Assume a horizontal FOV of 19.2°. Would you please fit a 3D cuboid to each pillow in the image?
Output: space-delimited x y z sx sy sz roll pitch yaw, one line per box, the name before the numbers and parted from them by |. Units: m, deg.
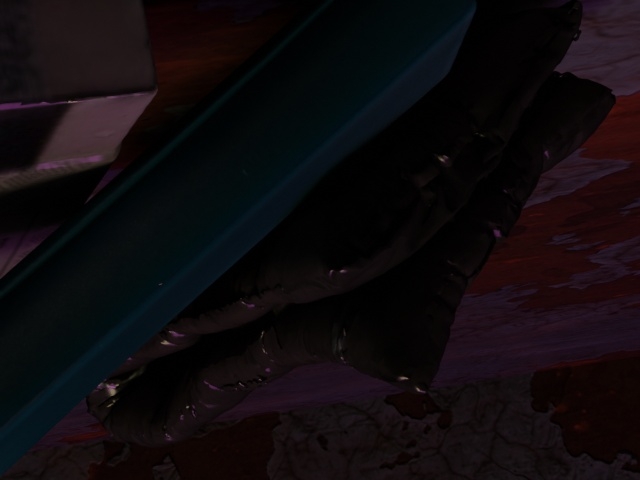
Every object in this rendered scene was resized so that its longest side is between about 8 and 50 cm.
pillow | 0.000 0.000 1.055 0.228 0.101 0.326 -49 -163 -33

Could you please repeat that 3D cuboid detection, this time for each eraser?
eraser | -0.171 -0.047 0.910 0.096 0.098 0.404 -7 169 -20

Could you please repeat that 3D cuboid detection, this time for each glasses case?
glasses case | -0.062 -0.017 0.856 0.301 0.070 0.117 -41 175 -9
